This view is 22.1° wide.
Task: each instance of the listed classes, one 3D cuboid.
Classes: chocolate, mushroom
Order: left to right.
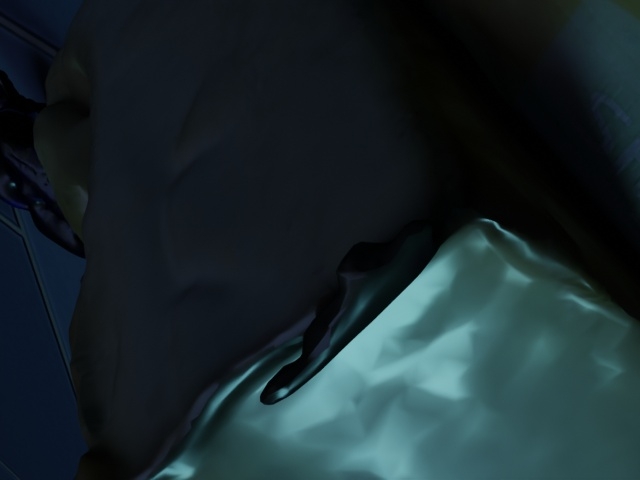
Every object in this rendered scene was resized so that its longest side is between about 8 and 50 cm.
[{"bbox_3d":[-0.128,0.015,1.092,0.343,0.126,0.148,58,-168,12],"label":"chocolate"},{"bbox_3d":[0.025,0.007,0.743,0.313,0.224,0.397,29,-159,-34],"label":"mushroom"}]

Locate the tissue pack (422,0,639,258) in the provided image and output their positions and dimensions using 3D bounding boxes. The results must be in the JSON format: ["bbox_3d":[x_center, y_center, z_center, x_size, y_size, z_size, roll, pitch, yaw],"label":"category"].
[{"bbox_3d":[0.147,-0.061,0.546,0.222,0.090,0.186,51,152,9],"label":"tissue pack"}]
